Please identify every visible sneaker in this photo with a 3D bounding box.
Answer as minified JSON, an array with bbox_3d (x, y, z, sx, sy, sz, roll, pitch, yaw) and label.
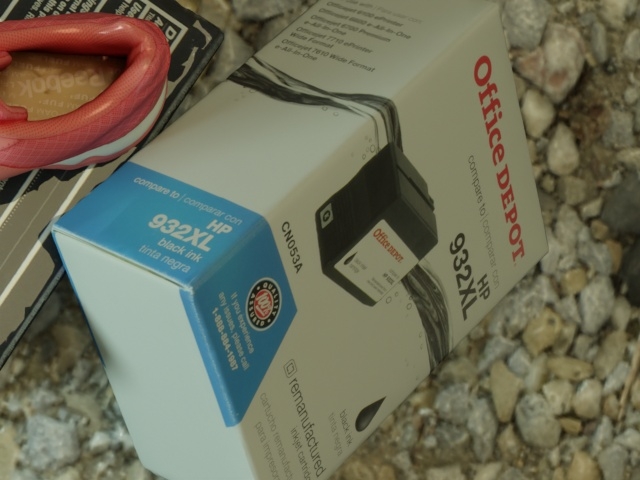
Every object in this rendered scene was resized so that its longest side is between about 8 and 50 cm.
[{"bbox_3d":[-0.230,-0.077,1.138,0.314,0.136,0.116,-19,89,-18],"label":"sneaker"}]

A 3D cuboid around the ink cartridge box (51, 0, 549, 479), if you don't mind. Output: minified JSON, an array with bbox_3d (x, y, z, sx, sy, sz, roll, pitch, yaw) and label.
[{"bbox_3d":[0.000,0.000,1.303,0.307,0.129,0.223,-43,136,-30],"label":"ink cartridge box"}]

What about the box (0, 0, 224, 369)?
[{"bbox_3d":[-0.274,-0.086,1.291,0.294,0.183,0.296,35,76,-9],"label":"box"}]
